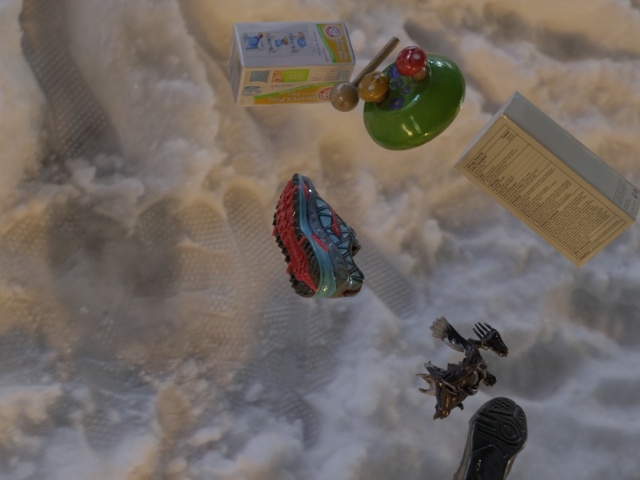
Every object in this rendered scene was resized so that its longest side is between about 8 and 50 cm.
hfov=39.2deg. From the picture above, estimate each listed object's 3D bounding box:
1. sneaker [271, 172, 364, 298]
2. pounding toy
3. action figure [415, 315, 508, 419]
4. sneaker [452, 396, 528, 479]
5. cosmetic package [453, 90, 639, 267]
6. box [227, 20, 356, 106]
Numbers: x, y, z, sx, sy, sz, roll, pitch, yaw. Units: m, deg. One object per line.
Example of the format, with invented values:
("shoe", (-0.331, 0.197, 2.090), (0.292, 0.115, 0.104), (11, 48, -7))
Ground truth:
("sneaker", (0.000, 0.000, 1.477), (0.125, 0.104, 0.261), (11, 43, -28))
("pounding toy", (0.114, -0.261, 1.459), (0.183, 0.237, 0.110), (-49, 136, -1))
("action figure", (0.252, 0.239, 1.699), (0.276, 0.141, 0.164), (-10, 125, -60))
("sneaker", (0.221, 0.328, 1.270), (0.087, 0.130, 0.227), (26, 49, 1))
("cosmetic package", (0.425, -0.113, 1.679), (0.309, 0.160, 0.113), (40, 42, -1))
("box", (-0.053, -0.313, 1.595), (0.203, 0.114, 0.103), (-5, 63, -15))
